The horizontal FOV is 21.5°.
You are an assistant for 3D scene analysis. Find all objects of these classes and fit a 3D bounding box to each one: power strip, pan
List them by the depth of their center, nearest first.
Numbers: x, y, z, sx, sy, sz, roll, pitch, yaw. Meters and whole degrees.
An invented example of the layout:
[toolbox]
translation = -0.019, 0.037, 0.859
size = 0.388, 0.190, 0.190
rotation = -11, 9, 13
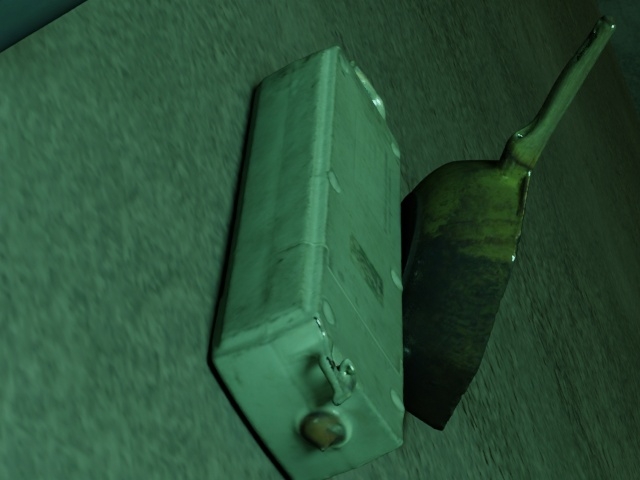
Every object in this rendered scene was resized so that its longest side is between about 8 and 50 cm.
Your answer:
[power strip]
translation = 0.000, -0.001, 0.733
size = 0.078, 0.052, 0.272
rotation = 58, 17, -27
[pan]
translation = 0.066, -0.016, 0.790
size = 0.048, 0.202, 0.128
rotation = 18, 4, -9

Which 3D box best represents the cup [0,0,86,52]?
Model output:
[cup]
translation = -0.095, -0.098, 0.518
size = 0.078, 0.077, 0.100
rotation = 57, 19, -30
